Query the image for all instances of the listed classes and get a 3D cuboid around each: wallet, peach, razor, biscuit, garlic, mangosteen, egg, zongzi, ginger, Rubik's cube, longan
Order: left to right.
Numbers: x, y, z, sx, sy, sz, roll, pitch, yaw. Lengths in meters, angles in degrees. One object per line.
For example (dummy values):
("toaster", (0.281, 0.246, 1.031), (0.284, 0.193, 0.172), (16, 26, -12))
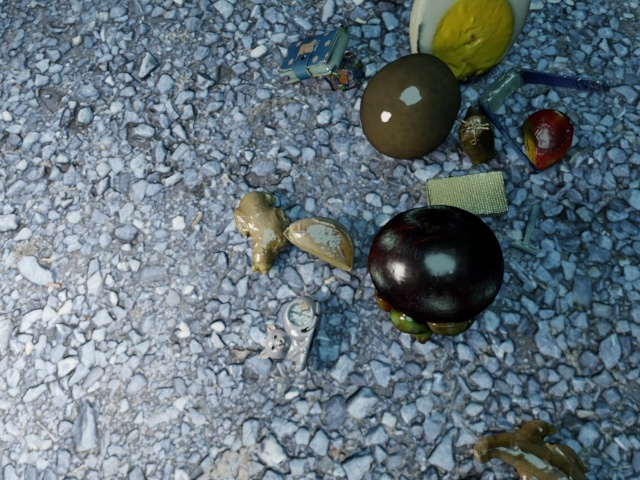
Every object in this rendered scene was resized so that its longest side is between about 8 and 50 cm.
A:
("ginger", (-0.143, -0.024, 1.118), (0.137, 0.074, 0.214), (-24, 69, 1))
("wallet", (-0.022, -0.517, 1.210), (0.202, 0.059, 0.141), (8, 73, 43))
("garlic", (0.013, -0.008, 1.086), (0.195, 0.087, 0.102), (30, 72, -3))
("Rubik's cube", (0.076, -0.479, 1.227), (0.111, 0.111, 0.093), (-18, 100, -2))
("longan", (0.226, -0.334, 1.095), (0.257, 0.258, 0.258), (-1, 73, 3))
("mangosteen", (0.260, 0.069, 0.971), (0.299, 0.300, 0.301), (-1, 73, 3))
("egg", (0.365, -0.608, 1.164), (0.336, 0.337, 0.201), (-27, 44, -4))
("biscuit", (0.379, -0.114, 1.127), (0.199, 0.040, 0.122), (-5, 76, 4))
("zongzi", (0.392, -0.314, 1.116), (0.084, 0.187, 0.184), (-14, 70, 23))
("razor", (0.533, -0.033, 1.099), (0.068, 0.040, 0.135), (23, 69, 9))
("peach", (0.591, -0.267, 1.131), (0.127, 0.092, 0.172), (23, 74, 7))
("ginger", (0.502, 0.497, 0.920), (0.332, 0.080, 0.166), (32, 63, 19))

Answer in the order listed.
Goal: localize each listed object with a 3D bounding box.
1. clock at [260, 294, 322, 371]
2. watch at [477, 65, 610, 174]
("clock", (-0.069, 0.212, 1.038), (0.117, 0.080, 0.176), (16, 77, 9))
("watch", (0.517, -0.317, 1.105), (0.276, 0.068, 0.274), (-48, 45, -2))
